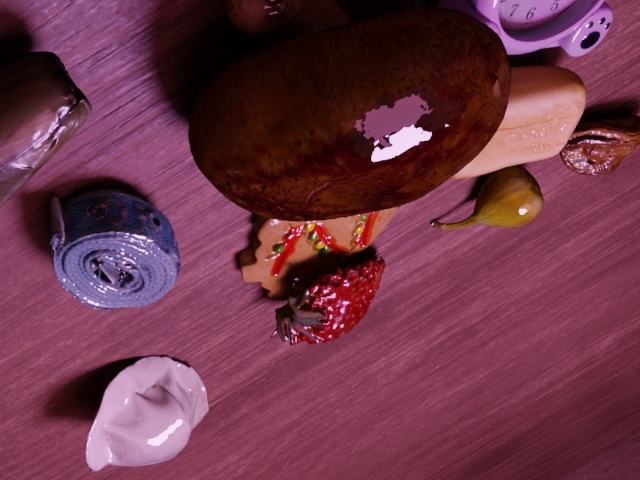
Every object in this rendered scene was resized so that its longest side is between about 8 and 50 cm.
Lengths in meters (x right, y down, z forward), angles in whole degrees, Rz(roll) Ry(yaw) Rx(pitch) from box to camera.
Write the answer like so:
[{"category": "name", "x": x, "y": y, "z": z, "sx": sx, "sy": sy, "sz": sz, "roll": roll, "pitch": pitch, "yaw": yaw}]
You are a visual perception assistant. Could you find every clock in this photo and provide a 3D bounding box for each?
[{"category": "clock", "x": 0.250, "y": -0.313, "z": 1.160, "sx": 0.227, "sy": 0.090, "sz": 0.248, "roll": -13, "pitch": 142, "yaw": -26}]

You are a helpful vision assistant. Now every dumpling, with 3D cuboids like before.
[{"category": "dumpling", "x": -0.249, "y": 0.249, "z": 1.523, "sx": 0.215, "sy": 0.126, "sz": 0.166, "roll": 2, "pitch": 110, "yaw": -27}]

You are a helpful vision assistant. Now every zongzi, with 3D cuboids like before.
[{"category": "zongzi", "x": -0.356, "y": -0.109, "z": 0.938, "sx": 0.221, "sy": 0.112, "sz": 0.242, "roll": -40, "pitch": 145, "yaw": 19}]

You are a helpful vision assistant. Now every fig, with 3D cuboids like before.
[{"category": "fig", "x": 0.253, "y": -0.056, "z": 1.545, "sx": 0.166, "sy": 0.093, "sz": 0.093, "roll": -20, "pitch": 160, "yaw": 41}]

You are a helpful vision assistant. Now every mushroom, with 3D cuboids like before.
[{"category": "mushroom", "x": 0.028, "y": -0.128, "z": 1.104, "sx": 0.345, "sy": 0.345, "sz": 0.239, "roll": 23, "pitch": 79, "yaw": -52}]

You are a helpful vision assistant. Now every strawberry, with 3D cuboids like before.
[{"category": "strawberry", "x": 0.037, "y": 0.085, "z": 1.489, "sx": 0.208, "sy": 0.087, "sz": 0.167, "roll": -22, "pitch": 161, "yaw": -32}]

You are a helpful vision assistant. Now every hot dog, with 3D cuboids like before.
[{"category": "hot dog", "x": 0.423, "y": -0.145, "z": 1.547, "sx": 0.147, "sy": 0.065, "sz": 0.099, "roll": -10, "pitch": 152, "yaw": -32}]

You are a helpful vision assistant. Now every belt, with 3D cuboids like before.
[{"category": "belt", "x": -0.241, "y": 0.010, "z": 1.218, "sx": 0.147, "sy": 0.082, "sz": 0.163, "roll": -7, "pitch": 146, "yaw": -15}]

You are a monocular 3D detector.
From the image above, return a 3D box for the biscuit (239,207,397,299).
[{"category": "biscuit", "x": 0.000, "y": 0.000, "z": 1.434, "sx": 0.238, "sy": 0.041, "sz": 0.212, "roll": -22, "pitch": 146, "yaw": -11}]

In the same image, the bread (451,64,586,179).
[{"category": "bread", "x": 0.233, "y": -0.162, "z": 1.341, "sx": 0.217, "sy": 0.098, "sz": 0.147, "roll": -13, "pitch": 143, "yaw": -29}]
